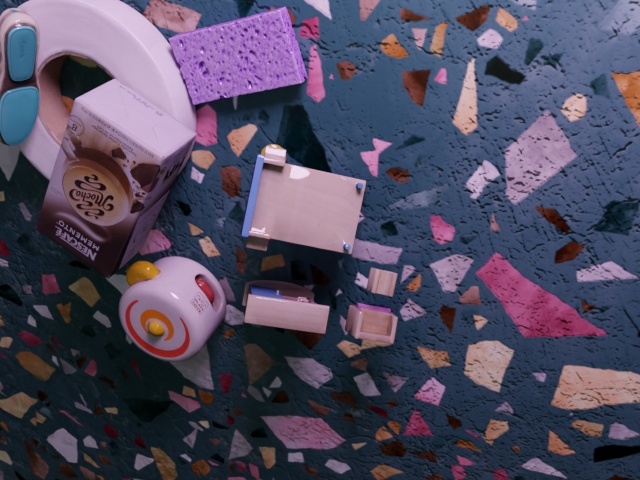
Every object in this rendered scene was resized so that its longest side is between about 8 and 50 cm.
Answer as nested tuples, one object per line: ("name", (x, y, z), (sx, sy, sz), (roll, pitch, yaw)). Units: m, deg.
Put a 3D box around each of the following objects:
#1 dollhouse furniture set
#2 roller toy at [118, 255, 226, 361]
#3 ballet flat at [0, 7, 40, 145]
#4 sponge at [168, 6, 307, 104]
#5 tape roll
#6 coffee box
("dollhouse furniture set", (0.000, 0.000, 1.153), (0.287, 0.198, 0.303), (10, 92, -9))
("roller toy", (-0.301, 0.141, 1.304), (0.191, 0.146, 0.209), (20, 124, 9))
("ballet flat", (-0.531, -0.283, 1.107), (0.086, 0.086, 0.248), (29, 124, 3))
("sponge", (-0.135, -0.297, 1.047), (0.210, 0.031, 0.117), (-5, 117, 24))
("tape roll", (-0.413, -0.246, 1.163), (0.393, 0.072, 0.391), (10, 123, 17))
("coffee box", (-0.360, -0.100, 1.113), (0.168, 0.119, 0.297), (34, 125, -1))
